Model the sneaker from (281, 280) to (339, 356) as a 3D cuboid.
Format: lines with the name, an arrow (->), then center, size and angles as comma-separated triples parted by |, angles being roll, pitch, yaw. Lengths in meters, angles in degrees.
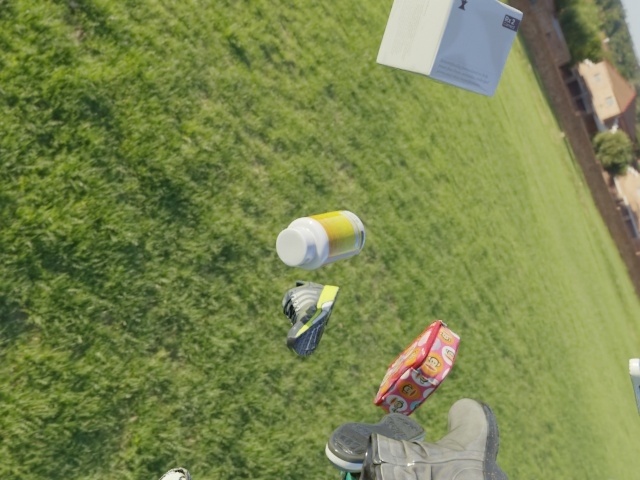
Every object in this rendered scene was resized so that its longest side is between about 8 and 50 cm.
sneaker -> -0.043, 0.181, 1.480 | 0.300, 0.121, 0.111 | -52, 159, -71

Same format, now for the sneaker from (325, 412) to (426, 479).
sneaker -> 0.082, 0.436, 1.166 | 0.295, 0.124, 0.178 | 11, 104, -54

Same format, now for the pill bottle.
pill bottle -> 0.000, 0.000, 1.379 | 0.215, 0.117, 0.117 | -14, 84, -53

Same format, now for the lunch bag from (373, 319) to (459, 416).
lunch bag -> 0.299, 0.383, 1.857 | 0.120, 0.293, 0.258 | 38, 35, 4

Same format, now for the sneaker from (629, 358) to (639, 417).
sneaker -> 0.632, 0.282, 1.140 | 0.058, 0.084, 0.152 | -49, 123, -51

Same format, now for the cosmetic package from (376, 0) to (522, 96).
cosmetic package -> 0.224, -0.360, 1.097 | 0.151, 0.151, 0.183 | 8, 18, -28

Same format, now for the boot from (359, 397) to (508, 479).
boot -> 0.183, 0.354, 1.035 | 0.338, 0.222, 0.118 | -70, 171, -75

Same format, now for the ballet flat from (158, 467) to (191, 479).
ballet flat -> -0.187, 0.291, 0.676 | 0.114, 0.041, 0.041 | -35, 104, -47
